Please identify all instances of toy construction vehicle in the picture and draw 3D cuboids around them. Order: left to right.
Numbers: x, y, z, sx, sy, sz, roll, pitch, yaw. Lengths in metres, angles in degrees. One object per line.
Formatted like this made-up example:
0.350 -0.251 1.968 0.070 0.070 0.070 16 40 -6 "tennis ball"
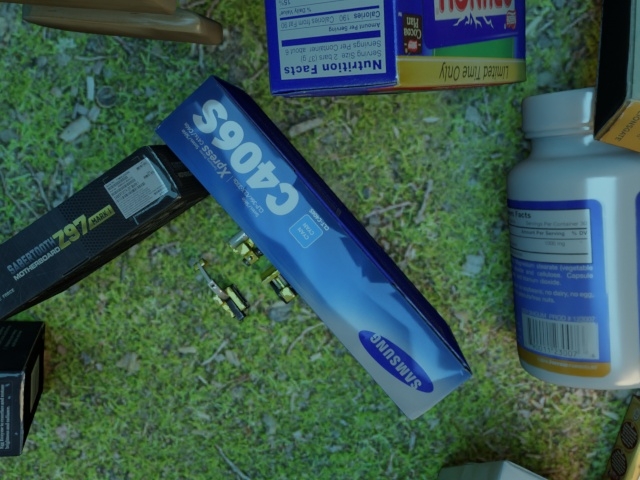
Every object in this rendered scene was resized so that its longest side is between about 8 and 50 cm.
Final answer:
-0.081 0.044 0.718 0.086 0.035 0.098 -35 95 7 "toy construction vehicle"

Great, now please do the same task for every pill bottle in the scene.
0.262 -0.008 0.631 0.152 0.152 0.272 -5 97 4 "pill bottle"

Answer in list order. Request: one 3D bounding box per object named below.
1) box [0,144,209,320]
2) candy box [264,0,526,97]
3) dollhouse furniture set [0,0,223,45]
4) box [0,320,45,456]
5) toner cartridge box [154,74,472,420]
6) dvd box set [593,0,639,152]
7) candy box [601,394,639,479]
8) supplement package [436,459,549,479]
-0.219 -0.011 0.645 0.233 0.183 0.059 -32 94 8 "box"
0.073 -0.282 0.531 0.122 0.268 0.317 7 106 34 "candy box"
-0.188 -0.342 0.489 0.256 0.394 0.362 6 98 3 "dollhouse furniture set"
-0.379 0.149 0.672 0.158 0.156 0.093 3 100 -16 "box"
0.000 0.000 0.643 0.075 0.165 0.348 -41 93 9 "toner cartridge box"
0.459 -0.166 0.563 0.420 0.062 0.307 15 63 1 "dvd box set"
0.374 0.277 0.715 0.109 0.053 0.186 15 97 2 "candy box"
0.177 0.386 0.618 0.175 0.177 0.293 25 67 0 "supplement package"
